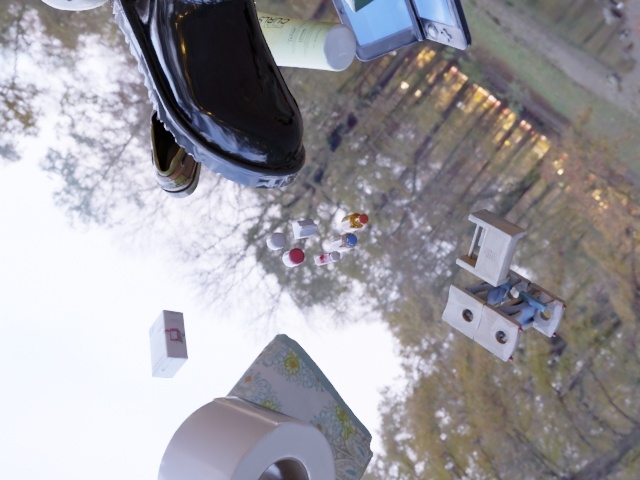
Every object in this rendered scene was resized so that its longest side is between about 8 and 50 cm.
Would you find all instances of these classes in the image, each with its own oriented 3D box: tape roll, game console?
[{"bbox_3d":[-0.117,0.392,1.140,0.169,0.246,0.246,6,170,45],"label":"tape roll"},{"bbox_3d":[0.166,-0.532,1.565,0.250,0.173,0.293,40,166,49],"label":"game console"}]

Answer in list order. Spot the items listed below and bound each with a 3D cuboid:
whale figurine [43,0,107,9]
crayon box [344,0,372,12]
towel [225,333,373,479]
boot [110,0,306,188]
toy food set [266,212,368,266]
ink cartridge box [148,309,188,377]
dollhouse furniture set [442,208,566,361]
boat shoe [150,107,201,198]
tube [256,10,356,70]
[{"bbox_3d":[-0.520,-0.615,1.483,0.216,0.141,0.272,0,-121,-7],"label":"whale figurine"},{"bbox_3d":[0.018,-0.533,1.098,0.202,0.081,0.318,54,174,17],"label":"crayon box"},{"bbox_3d":[-0.053,0.435,1.542,0.374,0.090,0.320,51,-141,-9],"label":"towel"},{"bbox_3d":[-0.093,-0.248,0.684,0.131,0.260,0.348,-20,-113,-40],"label":"boot"},{"bbox_3d":[0.000,0.000,1.649,0.232,0.111,0.104,-9,176,-21],"label":"toy food set"},{"bbox_3d":[-0.334,0.227,1.537,0.052,0.088,0.122,14,-135,-31],"label":"ink cartridge box"},{"bbox_3d":[0.287,0.056,1.036,0.129,0.184,0.129,-17,-142,-39],"label":"dollhouse furniture set"},{"bbox_3d":[-0.288,-0.244,1.433,0.104,0.110,0.307,69,-166,-67],"label":"boat shoe"},{"bbox_3d":[-0.052,-0.283,1.004,0.240,0.070,0.062,23,140,45],"label":"tube"}]
